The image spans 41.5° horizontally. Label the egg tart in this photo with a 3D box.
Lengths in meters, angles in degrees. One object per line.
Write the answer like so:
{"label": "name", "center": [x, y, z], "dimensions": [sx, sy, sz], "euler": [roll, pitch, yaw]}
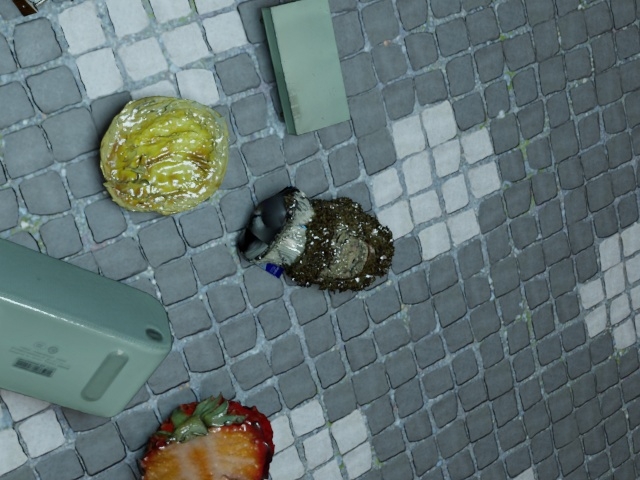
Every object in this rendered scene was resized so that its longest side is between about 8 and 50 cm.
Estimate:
{"label": "egg tart", "center": [-0.284, -0.161, 1.530], "dimensions": [0.252, 0.098, 0.231], "euler": [-30, 120, -15]}

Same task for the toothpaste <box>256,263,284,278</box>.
{"label": "toothpaste", "center": [-0.109, 0.051, 1.714], "dimensions": [0.083, 0.015, 0.024], "euler": [33, 92, -35]}

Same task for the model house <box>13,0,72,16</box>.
{"label": "model house", "center": [-0.490, -0.460, 1.332], "dimensions": [0.136, 0.207, 0.219], "euler": [-26, 118, 19]}

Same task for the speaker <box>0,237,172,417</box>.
{"label": "speaker", "center": [-0.473, 0.148, 1.429], "dimensions": [0.406, 0.183, 0.184], "euler": [25, 112, -30]}

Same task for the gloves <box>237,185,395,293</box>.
{"label": "gloves", "center": [0.005, -0.002, 1.692], "dimensions": [0.312, 0.135, 0.210], "euler": [26, 88, -30]}

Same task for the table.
{"label": "table", "center": [-0.040, -0.334, 1.609], "dimensions": [0.122, 0.111, 0.240], "euler": [-19, 109, -23]}

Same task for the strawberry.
{"label": "strawberry", "center": [-0.201, 0.424, 1.676], "dimensions": [0.253, 0.150, 0.280], "euler": [-34, 119, 5]}
